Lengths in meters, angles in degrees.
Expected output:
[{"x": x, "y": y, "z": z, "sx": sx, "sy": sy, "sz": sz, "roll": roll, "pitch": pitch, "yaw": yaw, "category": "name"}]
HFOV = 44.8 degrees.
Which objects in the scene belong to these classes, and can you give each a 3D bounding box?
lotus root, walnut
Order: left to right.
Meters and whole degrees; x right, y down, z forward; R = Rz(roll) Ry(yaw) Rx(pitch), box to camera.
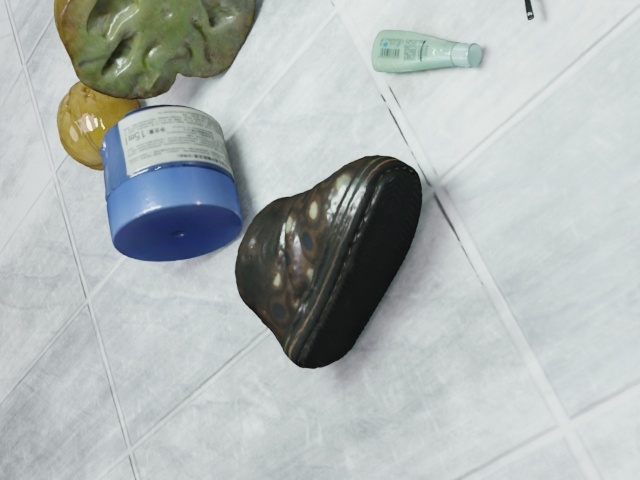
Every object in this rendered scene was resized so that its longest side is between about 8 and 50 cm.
[{"x": -0.497, "y": -0.269, "z": 1.764, "sx": 0.195, "sy": 0.195, "sz": 0.221, "roll": -46, "pitch": 49, "yaw": 32, "category": "walnut"}, {"x": -0.312, "y": -0.448, "z": 1.459, "sx": 0.391, "sy": 0.374, "sz": 0.111, "roll": -28, "pitch": 49, "yaw": -2, "category": "lotus root"}]

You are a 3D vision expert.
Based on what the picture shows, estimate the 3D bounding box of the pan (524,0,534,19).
[{"x": 0.291, "y": -0.359, "z": 1.092, "sx": 0.068, "sy": 0.023, "sz": 0.115, "roll": -18, "pitch": 72, "yaw": 42, "category": "pan"}]

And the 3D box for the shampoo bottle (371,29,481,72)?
[{"x": 0.161, "y": -0.292, "z": 1.204, "sx": 0.191, "sy": 0.041, "sz": 0.069, "roll": 16, "pitch": 92, "yaw": 44, "category": "shampoo bottle"}]

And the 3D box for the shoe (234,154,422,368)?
[{"x": 0.000, "y": 0.000, "z": 1.250, "sx": 0.237, "sy": 0.171, "sz": 0.383, "roll": 43, "pitch": 124, "yaw": 33, "category": "shoe"}]

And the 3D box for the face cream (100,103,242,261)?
[{"x": -0.288, "y": -0.107, "z": 1.496, "sx": 0.249, "sy": 0.249, "sz": 0.225, "roll": -32, "pitch": 60, "yaw": 39, "category": "face cream"}]
